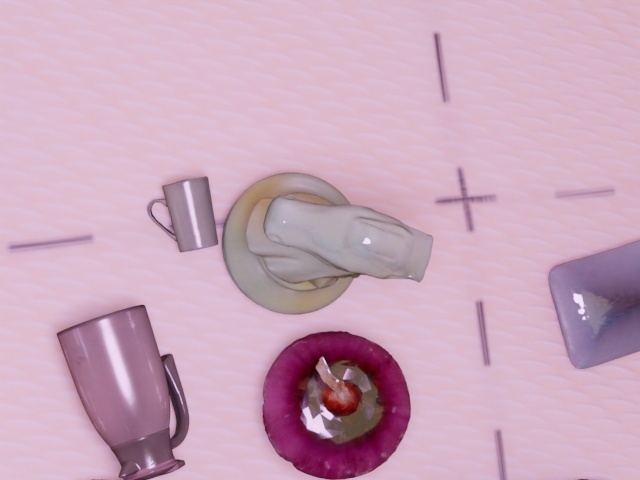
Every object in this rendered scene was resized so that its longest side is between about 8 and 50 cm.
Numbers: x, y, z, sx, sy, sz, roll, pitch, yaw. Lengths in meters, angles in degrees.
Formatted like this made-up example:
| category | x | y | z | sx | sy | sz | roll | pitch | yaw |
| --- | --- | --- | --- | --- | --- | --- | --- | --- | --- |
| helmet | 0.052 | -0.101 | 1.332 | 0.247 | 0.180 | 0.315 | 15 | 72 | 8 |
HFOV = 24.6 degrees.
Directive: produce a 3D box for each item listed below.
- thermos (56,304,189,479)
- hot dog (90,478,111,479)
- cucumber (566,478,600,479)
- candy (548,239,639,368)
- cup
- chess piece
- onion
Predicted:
| category | x | y | z | sx | sy | sz | roll | pitch | yaw |
| --- | --- | --- | --- | --- | --- | --- | --- | --- | --- |
| thermos | -0.208 | 0.176 | 1.671 | 0.137 | 0.105 | 0.193 | -15 | 84 | -55 |
| hot dog | -0.198 | 0.340 | 1.647 | 0.213 | 0.146 | 0.103 | 27 | 106 | -18 |
| cucumber | 0.253 | 0.333 | 1.820 | 0.294 | 0.067 | 0.067 | -4 | 88 | -17 |
| candy | 0.383 | 0.079 | 1.869 | 0.174 | 0.071 | 0.138 | -16 | 92 | -16 |
| cup | -0.161 | -0.029 | 1.724 | 0.075 | 0.054 | 0.083 | -12 | 92 | -18 |
| chess piece | 0.000 | 0.000 | 1.645 | 0.176 | 0.298 | 0.175 | 1 | 88 | -18 |
| onion | 0.019 | 0.193 | 1.717 | 0.177 | 0.153 | 0.177 | -3 | 97 | -26 |
